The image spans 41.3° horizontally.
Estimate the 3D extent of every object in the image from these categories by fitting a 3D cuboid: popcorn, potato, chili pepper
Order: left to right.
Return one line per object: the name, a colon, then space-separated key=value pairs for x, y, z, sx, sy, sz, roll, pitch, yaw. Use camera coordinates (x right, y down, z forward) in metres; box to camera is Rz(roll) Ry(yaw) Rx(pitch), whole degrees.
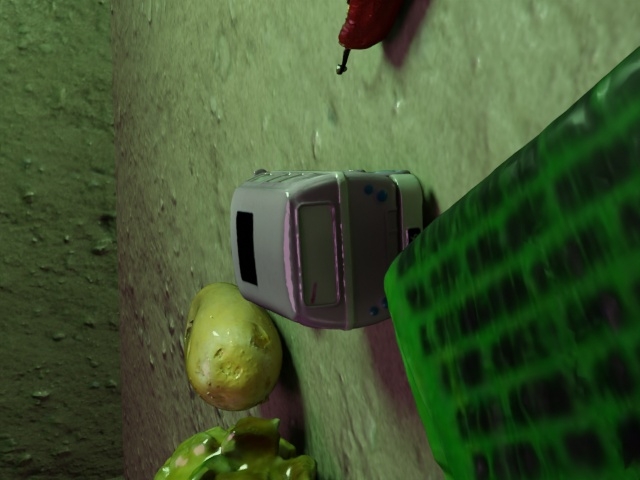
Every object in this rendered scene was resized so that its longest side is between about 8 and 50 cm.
potato: x=-0.126 y=0.149 z=1.182 sx=0.150 sy=0.146 sz=0.234 roll=-48 pitch=18 yaw=4
popcorn: x=-0.099 y=0.359 z=1.081 sx=0.258 sy=0.224 sz=0.270 roll=-10 pitch=79 yaw=52
chili pepper: x=0.056 y=-0.225 z=0.717 sx=0.050 sy=0.059 sz=0.268 roll=37 pitch=143 yaw=6

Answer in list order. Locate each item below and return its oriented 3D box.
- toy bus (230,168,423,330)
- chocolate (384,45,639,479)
toy bus: x=0.000 y=0.000 z=0.798 sx=0.202 sy=0.142 sz=0.142 roll=-169 pitch=73 yaw=-67
chocolate: x=0.188 y=0.101 z=0.333 sx=0.360 sy=0.161 sz=0.341 roll=131 pitch=128 yaw=-63
